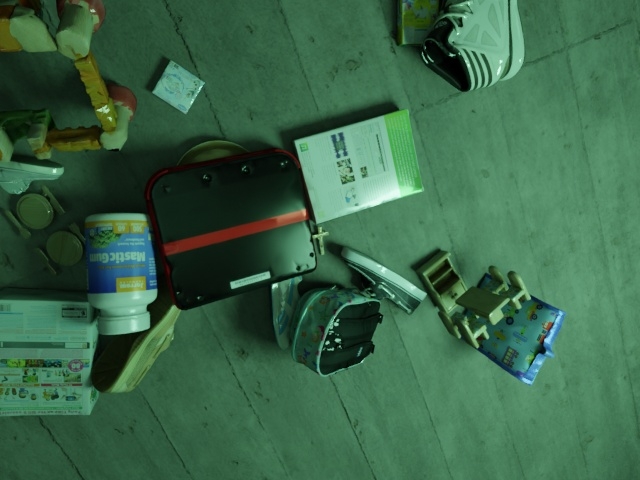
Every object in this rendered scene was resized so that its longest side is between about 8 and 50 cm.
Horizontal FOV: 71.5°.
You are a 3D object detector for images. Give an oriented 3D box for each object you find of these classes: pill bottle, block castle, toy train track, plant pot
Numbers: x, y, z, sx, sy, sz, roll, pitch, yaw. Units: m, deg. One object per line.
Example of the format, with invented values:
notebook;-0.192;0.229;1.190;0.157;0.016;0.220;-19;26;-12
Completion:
pill bottle;-0.467;0.077;1.049;0.152;0.152;0.272;-3;88;-12
block castle;-0.634;-0.330;0.881;0.453;0.213;0.303;-8;143;-9
toy train track;0.000;0.000;1.247;0.048;0.014;0.083;-13;112;-17
plant pot;-0.258;-0.136;1.144;0.236;0.032;0.237;-3;104;-13

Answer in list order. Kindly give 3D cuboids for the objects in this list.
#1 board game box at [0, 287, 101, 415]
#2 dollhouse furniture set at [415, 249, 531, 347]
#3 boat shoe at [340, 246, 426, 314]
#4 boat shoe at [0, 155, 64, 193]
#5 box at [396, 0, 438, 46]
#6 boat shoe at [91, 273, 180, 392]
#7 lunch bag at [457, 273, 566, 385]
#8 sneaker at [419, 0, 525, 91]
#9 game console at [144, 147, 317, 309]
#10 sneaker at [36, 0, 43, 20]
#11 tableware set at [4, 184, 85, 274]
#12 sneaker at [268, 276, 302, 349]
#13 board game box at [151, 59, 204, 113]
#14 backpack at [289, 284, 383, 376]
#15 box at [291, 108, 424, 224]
board game box;-0.679;0.278;1.110;0.223;0.097;0.304;5;100;-13
dollhouse furniture set;0.406;0.139;1.247;0.212;0.242;0.161;-37;109;-13
boat shoe;0.168;0.122;1.272;0.301;0.108;0.102;31;93;-25
boat shoe;-0.707;-0.149;1.017;0.227;0.079;0.081;3;109;-8
box;0.250;-0.600;1.148;0.105;0.043;0.179;-6;107;-12
boat shoe;-0.446;0.236;1.154;0.341;0.121;0.110;-55;149;-7
lunch bag;0.562;0.256;1.291;0.138;0.293;0.221;23;97;-17
sneaker;0.351;-0.584;1.073;0.257;0.169;0.448;-30;111;-27
game console;-0.209;-0.037;1.112;0.386;0.060;0.342;-15;106;-20
sneaker;-0.703;-0.552;0.920;0.124;0.107;0.283;-25;106;11
tableware set;-0.645;-0.028;1.076;0.128;0.039;0.194;-30;102;8
sneaker;-0.092;0.196;1.233;0.092;0.087;0.229;-5;106;-14
board game box;-0.342;-0.369;1.074;0.090;0.020;0.090;32;94;-18
backpack;0.029;0.235;1.184;0.191;0.253;0.225;21;101;28
box;0.105;-0.200;1.202;0.321;0.058;0.232;-17;106;-8
